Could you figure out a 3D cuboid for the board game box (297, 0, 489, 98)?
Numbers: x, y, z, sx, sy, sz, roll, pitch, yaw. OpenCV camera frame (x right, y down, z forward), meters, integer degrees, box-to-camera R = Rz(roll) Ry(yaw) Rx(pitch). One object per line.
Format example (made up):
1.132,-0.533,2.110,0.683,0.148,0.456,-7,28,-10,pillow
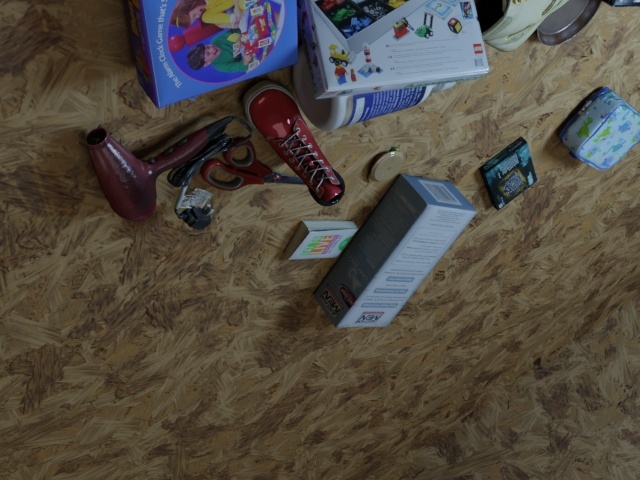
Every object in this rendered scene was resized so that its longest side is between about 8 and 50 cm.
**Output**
0.114,-0.339,1.412,0.306,0.192,0.053,-11,177,-25,board game box

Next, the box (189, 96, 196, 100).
-0.183,-0.285,1.373,0.136,0.028,0.081,-43,147,14,box

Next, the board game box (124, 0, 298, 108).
-0.152,-0.373,1.215,0.233,0.078,0.347,-22,139,-21,board game box

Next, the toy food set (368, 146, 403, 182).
0.137,-0.155,1.841,0.083,0.020,0.083,-23,145,-20,toy food set

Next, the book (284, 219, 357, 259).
0.000,0.000,1.903,0.144,0.035,0.096,-3,138,-43,book

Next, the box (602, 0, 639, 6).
0.660,-0.560,1.771,0.184,0.045,0.190,-14,137,-42,box

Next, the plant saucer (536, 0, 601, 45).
0.492,-0.466,1.770,0.169,0.029,0.168,-26,146,-19,plant saucer

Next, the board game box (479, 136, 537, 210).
0.452,-0.157,2.125,0.126,0.026,0.186,-37,147,0,board game box

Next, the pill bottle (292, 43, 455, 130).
0.099,-0.289,1.513,0.265,0.153,0.153,-19,143,-25,pill bottle

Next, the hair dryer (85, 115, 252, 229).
-0.266,-0.131,1.466,0.294,0.080,0.223,5,116,-49,hair dryer

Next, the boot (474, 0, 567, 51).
0.363,-0.451,1.574,0.262,0.095,0.203,-47,162,27,boot

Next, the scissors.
-0.104,-0.115,1.673,0.109,0.021,0.297,-48,147,13,scissors

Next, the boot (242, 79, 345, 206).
-0.035,-0.159,1.533,0.088,0.176,0.244,-36,146,3,boot

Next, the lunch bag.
0.683,-0.263,2.147,0.219,0.090,0.176,13,122,-50,lunch bag

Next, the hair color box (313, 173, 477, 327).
0.165,0.032,2.018,0.185,0.113,0.374,5,129,-45,hair color box
